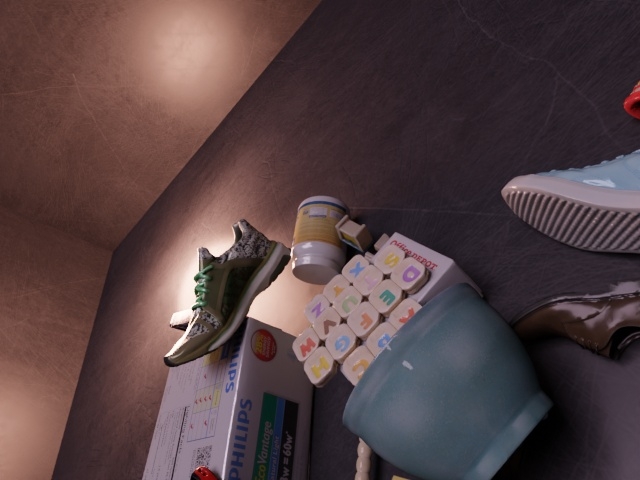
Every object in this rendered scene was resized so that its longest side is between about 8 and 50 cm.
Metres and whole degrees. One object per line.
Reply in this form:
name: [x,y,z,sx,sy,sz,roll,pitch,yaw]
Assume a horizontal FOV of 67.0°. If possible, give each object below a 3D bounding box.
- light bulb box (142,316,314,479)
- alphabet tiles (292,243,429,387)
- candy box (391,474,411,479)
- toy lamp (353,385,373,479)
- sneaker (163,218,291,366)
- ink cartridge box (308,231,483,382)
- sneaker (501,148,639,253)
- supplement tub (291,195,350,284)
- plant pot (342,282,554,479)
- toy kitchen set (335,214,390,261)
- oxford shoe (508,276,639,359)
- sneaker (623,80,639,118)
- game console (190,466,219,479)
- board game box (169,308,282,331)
light bulb box: [-0.212,0.423,1.157,0.361,0.225,0.358,-28,44,39]
alphabet tiles: [0.067,0.130,0.887,0.284,0.021,0.278,-46,29,0]
candy box: [0.194,0.381,0.661,0.186,0.109,0.053,-17,44,50]
toy lamp: [0.080,0.410,0.900,0.080,0.080,0.275,-25,47,43]
sneaker: [-0.245,0.106,1.123,0.158,0.182,0.410,-26,22,49]
ink cartridge box: [0.136,0.140,0.928,0.278,0.117,0.201,-48,28,-4]
sneaker: [0.457,-0.071,0.726,0.150,0.135,0.365,-47,31,-14]
supplement tub: [0.000,0.000,1.262,0.144,0.144,0.200,-24,47,43]
plant pot: [0.205,0.236,0.709,0.196,0.293,0.293,39,100,31]
toy kitchen set: [0.065,0.073,1.134,0.166,0.122,0.207,30,68,36]
oxford shoe: [0.381,0.125,0.699,0.227,0.082,0.096,-25,51,44]
sneaker: [0.548,-0.171,0.688,0.118,0.107,0.279,-51,23,23]
game console: [-0.161,0.662,0.868,0.341,0.060,0.387,30,112,42]
board game box: [-0.278,0.246,1.364,0.346,0.208,0.056,-22,52,56]
